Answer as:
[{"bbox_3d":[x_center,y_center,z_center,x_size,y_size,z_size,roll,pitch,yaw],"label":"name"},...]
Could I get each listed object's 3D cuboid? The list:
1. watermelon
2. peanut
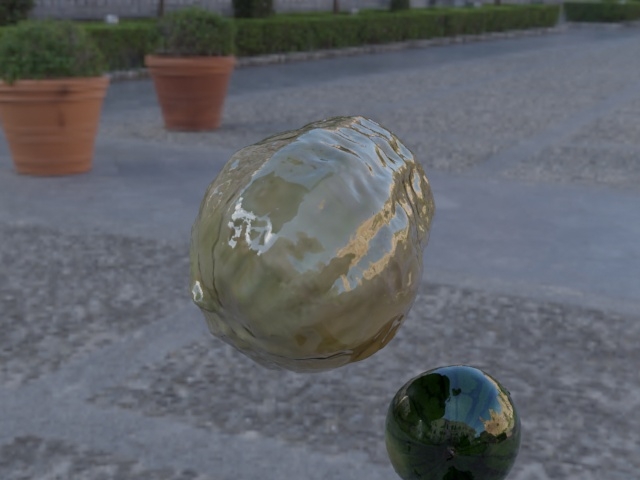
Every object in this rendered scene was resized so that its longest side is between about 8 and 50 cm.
[{"bbox_3d":[0.099,0.148,0.742,0.105,0.105,0.062,2,10,0],"label":"watermelon"},{"bbox_3d":[0.004,-0.004,0.728,0.158,0.174,0.340,25,20,8],"label":"peanut"}]
